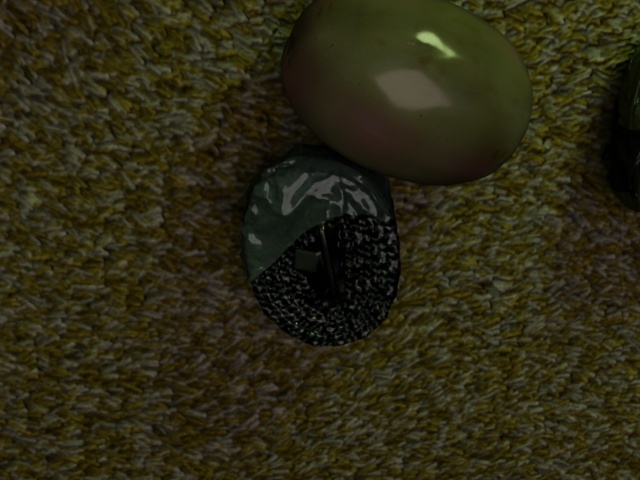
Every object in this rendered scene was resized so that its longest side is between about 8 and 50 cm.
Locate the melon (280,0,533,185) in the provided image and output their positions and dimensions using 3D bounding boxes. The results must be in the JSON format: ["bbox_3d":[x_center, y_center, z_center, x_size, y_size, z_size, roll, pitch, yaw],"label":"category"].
[{"bbox_3d":[0.109,-0.184,1.133,0.317,0.223,0.223,17,104,-19],"label":"melon"}]

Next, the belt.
[{"bbox_3d":[0.000,0.000,1.217,0.207,0.150,0.257,-11,110,3],"label":"belt"}]

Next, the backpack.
[{"bbox_3d":[0.496,-0.161,1.270,0.207,0.140,0.253,0,102,-11],"label":"backpack"}]
